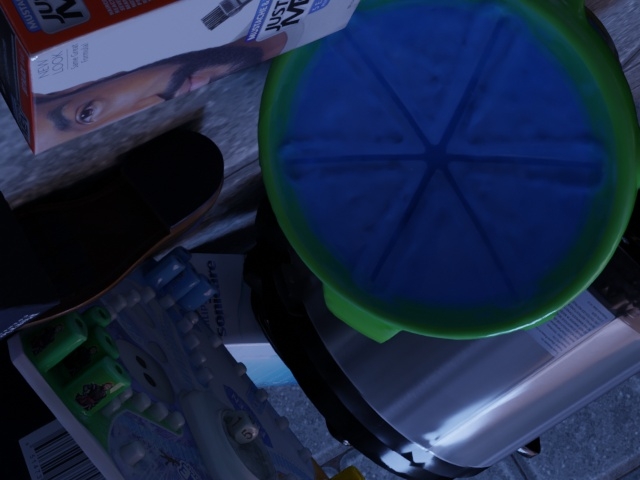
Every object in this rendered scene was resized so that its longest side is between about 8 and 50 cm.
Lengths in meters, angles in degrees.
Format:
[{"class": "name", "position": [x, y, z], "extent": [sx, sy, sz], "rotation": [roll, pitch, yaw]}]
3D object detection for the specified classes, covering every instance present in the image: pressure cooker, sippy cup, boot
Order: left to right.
[{"class": "boot", "position": [-0.163, 0.009, 0.610], "extent": [0.219, 0.082, 0.106], "rotation": [-31, 171, -12]}, {"class": "pressure cooker", "position": [0.139, 0.053, 0.933], "extent": [0.420, 0.369, 0.376], "rotation": [-43, 152, 25]}, {"class": "sippy cup", "position": [0.110, -0.084, 0.587], "extent": [0.306, 0.240, 0.224], "rotation": [-24, -170, 33]}]

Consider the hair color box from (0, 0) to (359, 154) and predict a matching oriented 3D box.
[{"class": "hair color box", "position": [-0.054, -0.104, 0.356], "extent": [0.167, 0.053, 0.093], "rotation": [-27, 173, -22]}]

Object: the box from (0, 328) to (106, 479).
[{"class": "box", "position": [-0.185, 0.261, 0.842], "extent": [0.179, 0.343, 0.312], "rotation": [-29, 149, -8]}]

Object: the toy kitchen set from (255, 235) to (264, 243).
[{"class": "toy kitchen set", "position": [0.000, 0.000, 1.281], "extent": [0.166, 0.122, 0.207], "rotation": [-30, 153, -2]}]

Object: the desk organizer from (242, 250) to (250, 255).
[{"class": "desk organizer", "position": [-0.143, 0.065, 1.279], "extent": [0.130, 0.047, 0.050], "rotation": [-29, 176, -11]}]

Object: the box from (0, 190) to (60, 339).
[{"class": "box", "position": [-0.283, 0.058, 0.376], "extent": [0.261, 0.103, 0.184], "rotation": [-32, 176, 11]}]

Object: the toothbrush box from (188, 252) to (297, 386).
[{"class": "toothbrush box", "position": [-0.084, 0.115, 1.144], "extent": [0.296, 0.126, 0.216], "rotation": [1, 156, -32]}]

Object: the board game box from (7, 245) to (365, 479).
[{"class": "board game box", "position": [-0.066, 0.185, 0.760], "extent": [0.050, 0.390, 0.390], "rotation": [-37, -176, 6]}]
